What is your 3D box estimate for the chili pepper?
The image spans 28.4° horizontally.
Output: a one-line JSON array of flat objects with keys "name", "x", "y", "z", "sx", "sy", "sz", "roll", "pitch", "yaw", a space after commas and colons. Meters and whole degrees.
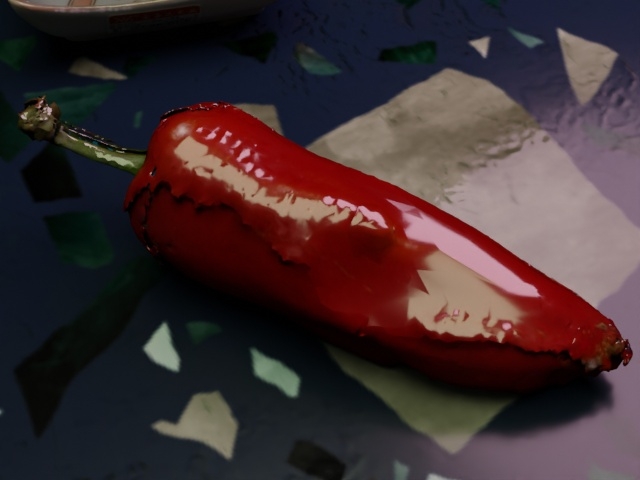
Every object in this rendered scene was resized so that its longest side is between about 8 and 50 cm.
[{"name": "chili pepper", "x": 0.000, "y": 0.000, "z": 0.759, "sx": 0.387, "sy": 0.110, "sz": 0.110, "roll": 24, "pitch": 58, "yaw": 11}]

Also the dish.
[{"name": "dish", "x": -0.122, "y": -0.211, "z": 0.927, "sx": 0.212, "sy": 0.077, "sz": 0.151, "roll": -10, "pitch": 56, "yaw": -7}]
